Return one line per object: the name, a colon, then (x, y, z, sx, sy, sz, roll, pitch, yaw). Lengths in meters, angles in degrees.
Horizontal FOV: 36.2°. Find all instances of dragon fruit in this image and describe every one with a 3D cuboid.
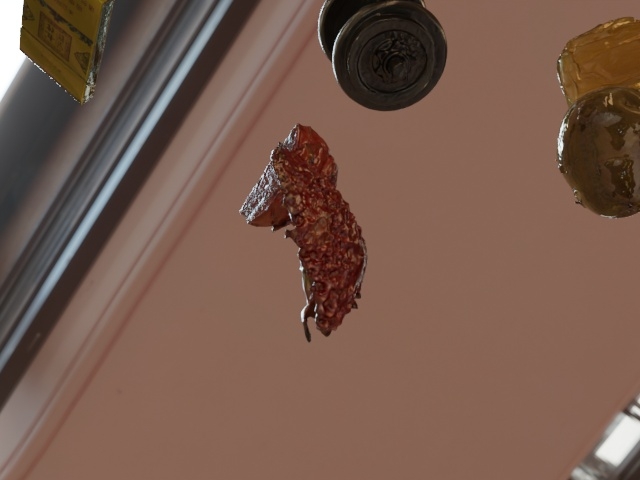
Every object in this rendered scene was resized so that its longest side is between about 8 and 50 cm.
dragon fruit: (-0.024, -0.061, 1.298, 0.106, 0.162, 0.083, 22, -156, -28)

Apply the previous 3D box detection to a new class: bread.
bread: (0.470, -0.237, 1.527, 0.250, 0.178, 0.133, -85, -25, -52)

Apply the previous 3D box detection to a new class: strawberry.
strawberry: (0.006, 0.000, 1.053, 0.208, 0.086, 0.167, 78, -177, -57)

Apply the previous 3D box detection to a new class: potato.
potato: (0.366, -0.115, 1.235, 0.137, 0.176, 0.137, -6, -151, 3)

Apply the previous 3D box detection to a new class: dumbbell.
dumbbell: (0.101, -0.330, 1.617, 0.192, 0.192, 0.290, 29, -158, -25)

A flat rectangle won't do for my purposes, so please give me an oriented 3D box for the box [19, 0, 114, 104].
box: (-0.420, -0.356, 1.607, 0.153, 0.279, 0.041, 40, -123, 3)
